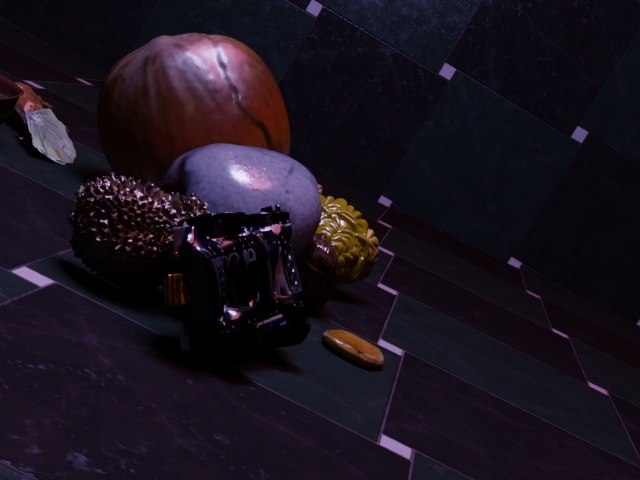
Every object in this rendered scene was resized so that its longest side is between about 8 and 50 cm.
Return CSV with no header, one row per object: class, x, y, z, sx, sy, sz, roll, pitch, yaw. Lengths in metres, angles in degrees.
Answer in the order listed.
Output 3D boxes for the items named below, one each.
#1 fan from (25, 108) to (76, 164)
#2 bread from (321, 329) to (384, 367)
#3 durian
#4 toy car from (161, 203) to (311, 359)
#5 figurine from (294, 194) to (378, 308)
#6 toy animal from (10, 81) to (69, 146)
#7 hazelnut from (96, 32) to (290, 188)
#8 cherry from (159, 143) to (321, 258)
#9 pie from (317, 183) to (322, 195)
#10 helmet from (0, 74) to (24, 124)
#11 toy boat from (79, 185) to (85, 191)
fan,-0.516,-0.203,2.134,0.131,0.009,0.240,49,10,-22
bread,0.050,0.164,1.717,0.110,0.024,0.110,25,10,-5
durian,-0.234,-0.015,1.493,0.196,0.167,0.196,-10,4,1
toy car,-0.112,0.052,1.437,0.118,0.193,0.301,-4,0,23
figurine,-0.013,0.039,1.963,0.187,0.168,0.315,64,18,-8
toy animal,-0.571,-0.237,2.204,0.224,0.066,0.229,48,6,16
hazelnut,-0.230,-0.206,2.045,0.372,0.372,0.315,21,22,-24
cherry,-0.138,-0.048,1.767,0.296,0.218,0.255,-6,11,-25
pie,-0.099,-0.081,2.288,0.205,0.084,0.179,9,30,30
helmet,-0.613,-0.239,1.944,0.155,0.106,0.175,23,13,-2
toy boat,-0.335,-0.040,1.707,0.065,0.066,0.172,16,12,-33
